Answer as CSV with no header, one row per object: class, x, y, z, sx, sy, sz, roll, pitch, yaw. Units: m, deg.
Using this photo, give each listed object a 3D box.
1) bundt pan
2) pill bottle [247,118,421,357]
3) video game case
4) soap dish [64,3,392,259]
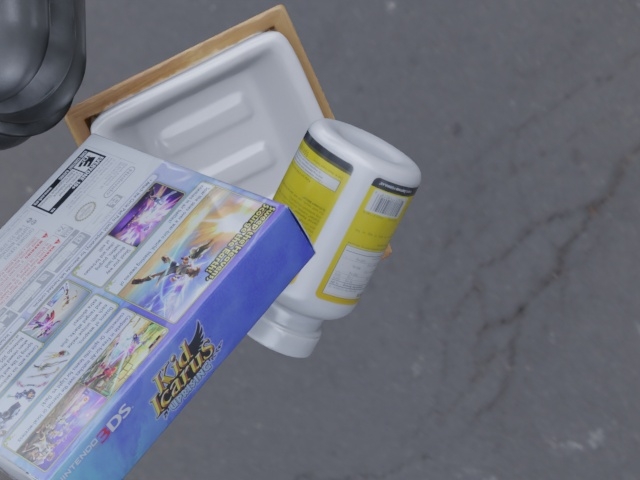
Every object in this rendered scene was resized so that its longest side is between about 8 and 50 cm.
bundt pan,-0.339,-0.138,1.290,0.331,0.331,0.124,-17,79,24
pill bottle,0.000,0.000,1.310,0.103,0.103,0.184,39,108,38
video game case,-0.176,0.055,1.201,0.244,0.061,0.269,21,62,43
soap dish,-0.088,-0.062,1.543,0.229,0.291,0.118,-27,28,-4
